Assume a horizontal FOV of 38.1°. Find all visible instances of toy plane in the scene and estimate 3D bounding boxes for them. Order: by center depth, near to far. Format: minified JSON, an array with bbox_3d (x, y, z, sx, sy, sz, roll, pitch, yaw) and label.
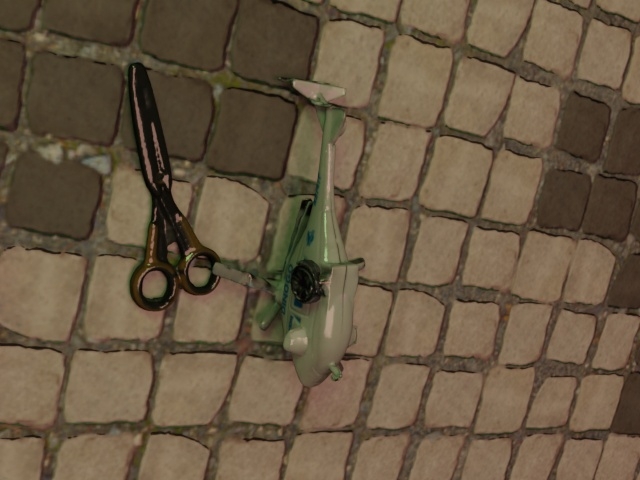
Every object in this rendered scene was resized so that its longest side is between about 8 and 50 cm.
[{"bbox_3d":[0.009,-0.002,0.857,0.182,0.107,0.273,21,89,-40],"label":"toy plane"}]

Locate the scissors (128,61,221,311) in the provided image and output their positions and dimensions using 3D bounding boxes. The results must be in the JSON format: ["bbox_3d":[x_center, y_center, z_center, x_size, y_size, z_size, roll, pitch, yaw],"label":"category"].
[{"bbox_3d":[-0.139,-0.045,0.802,0.088,0.017,0.220,-18,113,-26],"label":"scissors"}]
